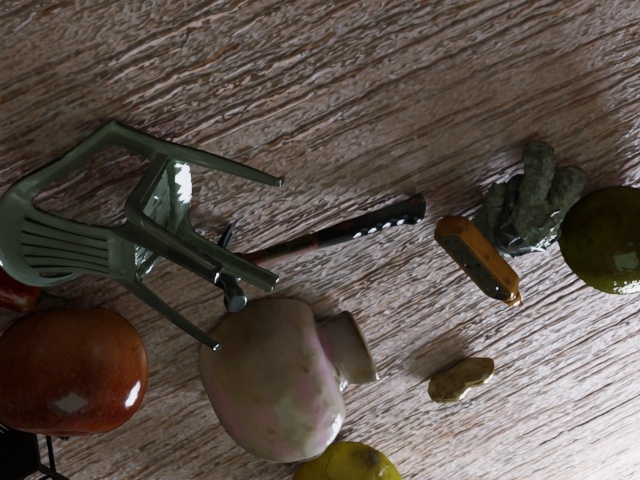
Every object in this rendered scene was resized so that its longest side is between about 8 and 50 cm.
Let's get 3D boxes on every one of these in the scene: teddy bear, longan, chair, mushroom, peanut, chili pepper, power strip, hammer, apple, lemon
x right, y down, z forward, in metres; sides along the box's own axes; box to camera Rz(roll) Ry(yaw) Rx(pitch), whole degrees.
[{"bbox_3d":[0.251,-0.018,1.793,0.133,0.111,0.213,26,122,-34],"label":"teddy bear"},{"bbox_3d":[0.384,-0.001,1.850,0.155,0.176,0.145,49,65,-29],"label":"longan"},{"bbox_3d":[-0.204,-0.006,1.586,0.274,0.190,0.203,22,139,17],"label":"chair"},{"bbox_3d":[-0.046,0.187,1.873,0.236,0.162,0.173,-22,141,2],"label":"mushroom"},{"bbox_3d":[0.208,0.205,2.067,0.113,0.054,0.054,-32,138,20],"label":"peanut"},{"bbox_3d":[-0.395,0.056,1.690,0.191,0.050,0.059,12,135,-16],"label":"chili pepper"},{"bbox_3d":[0.205,0.031,1.778,0.049,0.028,0.178,-8,137,44],"label":"power strip"},{"bbox_3d":[-0.426,0.273,1.879,0.084,0.101,0.212,-31,139,15],"label":"chair"},{"bbox_3d":[0.000,0.000,1.743,0.287,0.111,0.033,-17,143,-14],"label":"hammer"},{"bbox_3d":[-0.313,0.159,1.745,0.201,0.162,0.201,3,167,1],"label":"apple"},{"bbox_3d":[0.035,0.396,2.126,0.193,0.181,0.180,-26,139,23],"label":"lemon"}]
